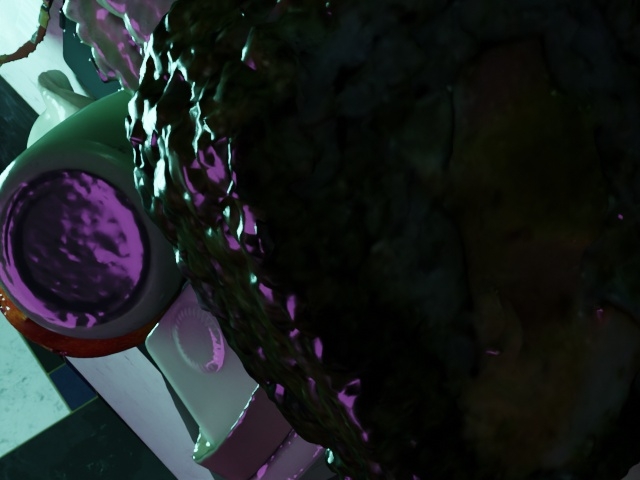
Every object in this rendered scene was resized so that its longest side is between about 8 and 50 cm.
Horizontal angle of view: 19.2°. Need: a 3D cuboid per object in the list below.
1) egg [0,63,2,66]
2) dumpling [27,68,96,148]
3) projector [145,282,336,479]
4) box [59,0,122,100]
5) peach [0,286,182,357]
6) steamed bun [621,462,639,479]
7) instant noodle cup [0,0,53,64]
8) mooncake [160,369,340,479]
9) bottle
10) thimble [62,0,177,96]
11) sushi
[{"bbox_3d":[-0.424,-0.254,2.023,0.218,0.218,0.295,47,175,10],"label":"egg"},{"bbox_3d":[-0.256,-0.081,2.123,0.162,0.132,0.250,109,135,-82],"label":"dumpling"},{"bbox_3d":[-0.007,0.091,1.518,0.177,0.242,0.163,53,136,15],"label":"projector"},{"bbox_3d":[-0.190,-0.176,1.858,0.160,0.050,0.230,48,165,6],"label":"box"},{"bbox_3d":[-0.241,0.008,1.946,0.231,0.231,0.231,45,164,17],"label":"peach"},{"bbox_3d":[0.198,0.189,1.484,0.177,0.131,0.228,43,165,-13],"label":"steamed bun"},{"bbox_3d":[-0.322,-0.306,1.789,0.274,0.091,0.274,29,139,29],"label":"instant noodle cup"},{"bbox_3d":[-0.020,0.195,1.944,0.350,0.212,0.381,54,167,2],"label":"mooncake"},{"bbox_3d":[-0.149,-0.053,1.597,0.168,0.168,0.347,53,-157,-9],"label":"bottle"},{"bbox_3d":[-0.094,-0.179,1.407,0.219,0.150,0.219,46,165,16],"label":"thimble"},{"bbox_3d":[0.075,-0.030,1.027,0.178,0.294,0.352,29,152,58],"label":"sushi"}]
